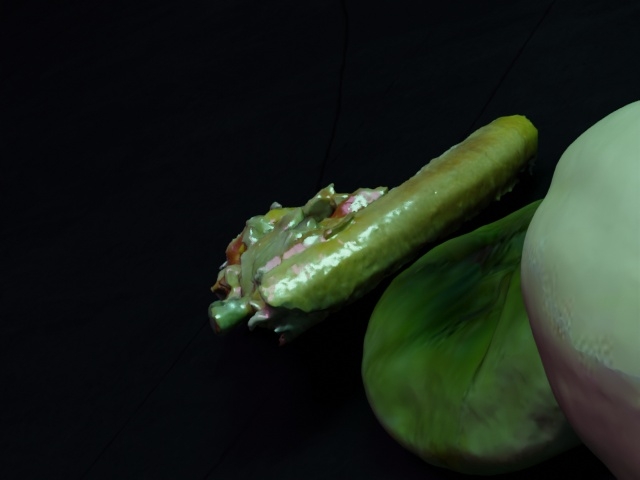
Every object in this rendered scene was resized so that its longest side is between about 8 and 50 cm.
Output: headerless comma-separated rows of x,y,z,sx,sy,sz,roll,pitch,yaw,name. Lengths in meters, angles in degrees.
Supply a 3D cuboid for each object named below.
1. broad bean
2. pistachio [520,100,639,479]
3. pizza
0.092,0.022,0.690,0.207,0.072,0.153,-34,14,49,broad bean
0.136,0.026,0.491,0.144,0.144,0.215,-43,32,-8,pistachio
0.000,0.000,0.861,0.185,0.052,0.195,-32,4,-33,pizza
